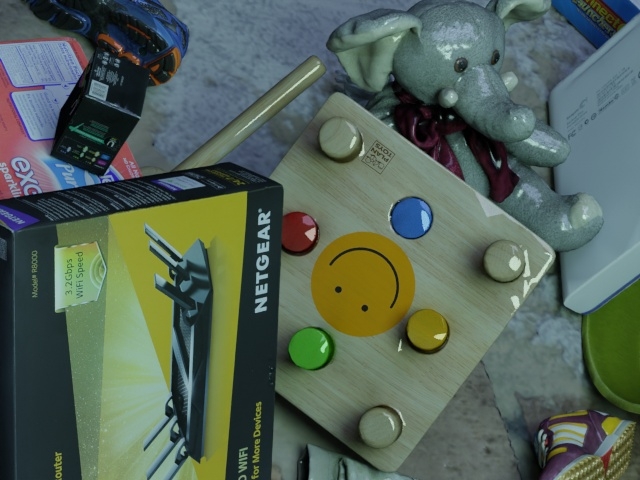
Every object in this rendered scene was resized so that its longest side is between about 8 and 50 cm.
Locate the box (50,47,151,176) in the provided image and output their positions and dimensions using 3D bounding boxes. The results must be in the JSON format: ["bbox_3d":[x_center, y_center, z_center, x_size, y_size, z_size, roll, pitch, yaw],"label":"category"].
[{"bbox_3d":[-0.185,-0.107,1.479,0.052,0.083,0.062,22,46,-17],"label":"box"}]

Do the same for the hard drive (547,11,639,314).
[{"bbox_3d":[0.332,-0.099,1.886,0.040,0.210,0.319,27,42,-25],"label":"hard drive"}]

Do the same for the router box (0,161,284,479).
[{"bbox_3d":[-0.153,0.107,1.388,0.243,0.309,0.081,-12,23,-36],"label":"router box"}]

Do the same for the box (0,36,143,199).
[{"bbox_3d":[-0.244,-0.018,1.533,0.154,0.142,0.300,-10,62,-36],"label":"box"}]

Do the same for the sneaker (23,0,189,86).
[{"bbox_3d":[-0.224,-0.245,1.785,0.221,0.083,0.087,43,32,-1],"label":"sneaker"}]

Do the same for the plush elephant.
[{"bbox_3d":[0.133,-0.125,1.745,0.271,0.255,0.330,-21,62,-24],"label":"plush elephant"}]

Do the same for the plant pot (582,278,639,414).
[{"bbox_3d":[0.523,0.084,1.801,0.353,0.366,0.366,29,44,-22],"label":"plant pot"}]

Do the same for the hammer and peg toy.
[{"bbox_3d":[0.000,0.000,1.584,0.361,0.266,0.127,38,1,7],"label":"hammer and peg toy"}]

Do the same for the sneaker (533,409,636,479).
[{"bbox_3d":[0.232,0.212,1.680,0.084,0.070,0.185,14,19,29],"label":"sneaker"}]

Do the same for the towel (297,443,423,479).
[{"bbox_3d":[0.121,0.340,1.528,0.324,0.056,0.312,17,48,-18],"label":"towel"}]

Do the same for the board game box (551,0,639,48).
[{"bbox_3d":[0.463,-0.303,2.227,0.308,0.086,0.302,44,46,7],"label":"board game box"}]
